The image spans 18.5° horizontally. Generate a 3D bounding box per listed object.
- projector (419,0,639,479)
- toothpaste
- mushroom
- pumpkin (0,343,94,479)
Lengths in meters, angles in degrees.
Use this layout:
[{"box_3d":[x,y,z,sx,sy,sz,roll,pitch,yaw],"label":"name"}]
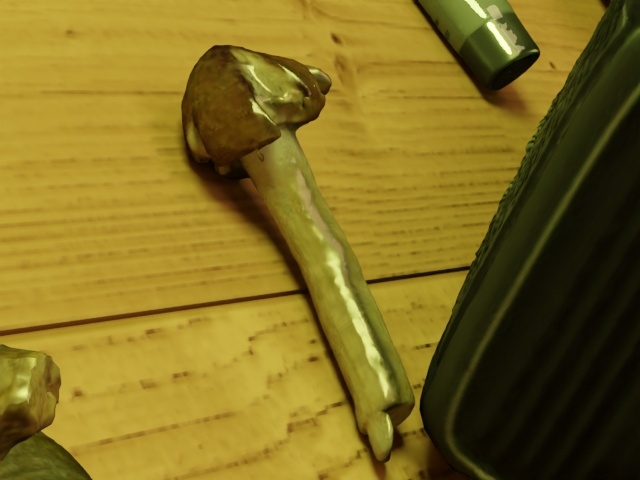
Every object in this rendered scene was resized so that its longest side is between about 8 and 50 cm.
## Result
[{"box_3d":[0.281,0.024,0.868,0.395,0.242,0.405,30,28,3],"label":"projector"},{"box_3d":[0.040,-0.185,1.085,0.062,0.039,0.239,-15,66,-51],"label":"toothpaste"},{"box_3d":[0.000,0.000,0.798,0.060,0.061,0.187,-1,60,-60],"label":"mushroom"},{"box_3d":[-0.110,0.083,0.408,0.219,0.162,0.219,33,10,-7],"label":"pumpkin"}]
